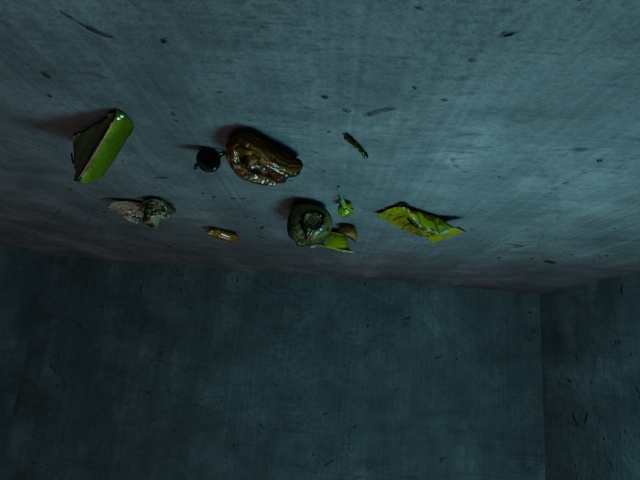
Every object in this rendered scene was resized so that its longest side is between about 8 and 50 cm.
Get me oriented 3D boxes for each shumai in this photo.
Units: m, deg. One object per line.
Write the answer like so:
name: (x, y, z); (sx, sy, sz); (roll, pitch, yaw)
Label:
shumai: (-0.663, -0.104, 1.771); (0.145, 0.116, 0.145); (3, 167, 1)

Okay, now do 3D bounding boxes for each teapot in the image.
teapot: (-0.311, -0.226, 1.231); (0.100, 0.068, 0.045); (-28, 177, -13)

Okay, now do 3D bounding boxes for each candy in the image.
candy: (0.079, -0.139, 1.522); (0.058, 0.062, 0.194); (0, 157, 11)
candy: (0.376, -0.066, 1.660); (0.297, 0.081, 0.187); (22, 161, -22)

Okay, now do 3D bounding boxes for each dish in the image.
dish: (0.063, -0.004, 1.989); (0.207, 0.080, 0.149); (13, -175, 22)

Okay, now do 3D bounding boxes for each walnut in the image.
walnut: (0.127, -0.040, 1.906); (0.091, 0.052, 0.121); (29, 177, 10)

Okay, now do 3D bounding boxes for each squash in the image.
squash: (-0.566, -0.285, 1.161); (0.093, 0.169, 0.252); (14, 131, -47)

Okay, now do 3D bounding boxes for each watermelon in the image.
watermelon: (-0.798, -0.134, 1.817); (0.155, 0.080, 0.101); (26, 151, -19)

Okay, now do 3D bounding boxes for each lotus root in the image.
lotus root: (-0.053, -0.054, 1.697); (0.173, 0.173, 0.309); (7, 167, -11)

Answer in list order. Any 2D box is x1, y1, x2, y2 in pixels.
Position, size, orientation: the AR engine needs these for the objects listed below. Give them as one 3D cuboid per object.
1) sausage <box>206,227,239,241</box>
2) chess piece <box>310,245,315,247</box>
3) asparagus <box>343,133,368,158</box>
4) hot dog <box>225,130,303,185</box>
sausage: (-0.488, -0.029, 2.185); (0.183, 0.054, 0.062); (15, 132, -31)
chess piece: (0.000, 0.000, 2.123); (0.103, 0.067, 0.067); (-7, 165, 12)
asparagus: (0.094, -0.240, 1.122); (0.015, 0.018, 0.127); (38, -173, 33)
hot dog: (-0.149, -0.211, 1.170); (0.227, 0.099, 0.160); (13, 166, -43)
